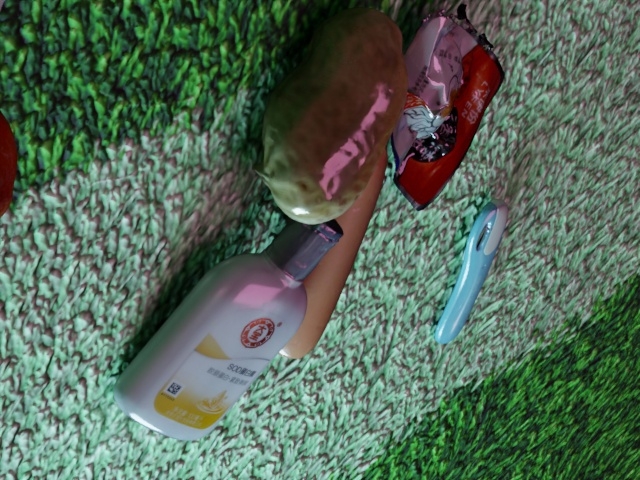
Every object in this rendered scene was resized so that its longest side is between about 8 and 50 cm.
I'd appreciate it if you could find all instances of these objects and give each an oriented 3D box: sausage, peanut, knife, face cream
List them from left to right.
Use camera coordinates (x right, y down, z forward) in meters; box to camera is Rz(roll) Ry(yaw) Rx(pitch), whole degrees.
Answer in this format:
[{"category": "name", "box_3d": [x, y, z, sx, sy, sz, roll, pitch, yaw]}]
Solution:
[{"category": "face cream", "box_3d": [-0.086, 0.084, 2.064, 0.291, 0.071, 0.144, -49, 137, 10]}, {"category": "sausage", "box_3d": [0.001, 0.000, 2.120, 0.086, 0.086, 0.289, -9, 128, -48]}, {"category": "peanut", "box_3d": [0.012, -0.127, 1.978, 0.224, 0.129, 0.129, -62, 148, -4]}, {"category": "knife", "box_3d": [0.185, 0.038, 2.446, 0.064, 0.031, 0.222, -22, 140, -45]}]

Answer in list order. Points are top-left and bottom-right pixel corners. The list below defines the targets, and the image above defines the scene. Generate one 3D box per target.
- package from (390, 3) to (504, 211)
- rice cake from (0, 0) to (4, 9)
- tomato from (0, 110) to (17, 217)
[{"category": "package", "box_3d": [0.125, -0.153, 2.160, 0.194, 0.071, 0.269, -49, 161, -2]}, {"category": "rice cake", "box_3d": [-0.260, -0.245, 1.592, 0.221, 0.042, 0.080, -60, 152, 10]}, {"category": "tomato", "box_3d": [-0.315, -0.044, 1.671, 0.139, 0.091, 0.159, 1, 122, -51]}]
